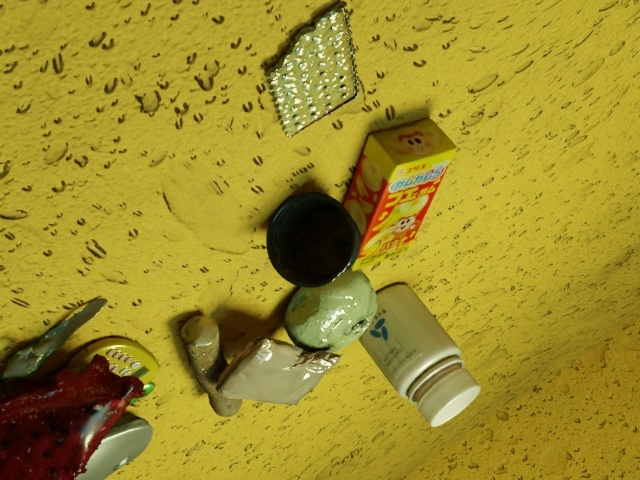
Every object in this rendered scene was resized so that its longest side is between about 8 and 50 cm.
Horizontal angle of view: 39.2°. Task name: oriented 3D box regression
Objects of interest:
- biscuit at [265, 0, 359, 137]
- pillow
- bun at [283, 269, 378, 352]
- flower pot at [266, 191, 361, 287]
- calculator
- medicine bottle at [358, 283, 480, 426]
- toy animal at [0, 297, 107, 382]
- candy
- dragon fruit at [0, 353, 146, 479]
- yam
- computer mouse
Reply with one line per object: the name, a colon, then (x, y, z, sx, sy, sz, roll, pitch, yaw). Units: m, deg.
biscuit: (-0.010, -0.231, 1.264, 0.144, 0.016, 0.203, -33, 153, -7)
pillow: (-0.076, 0.252, 1.721, 0.173, 0.067, 0.270, -44, 146, 20)
bun: (0.027, 0.149, 1.798, 0.221, 0.108, 0.221, -27, 151, -16)
flower pot: (0.000, 0.000, 1.509, 0.157, 0.157, 0.107, -44, 165, 14)
calculator: (-0.360, 0.235, 1.569, 0.146, 0.032, 0.235, -34, 151, -4)
medicine bottle: (0.211, 0.250, 1.971, 0.170, 0.293, 0.170, -29, 151, -18)
toy animal: (-0.417, 0.159, 1.363, 0.217, 0.041, 0.075, -38, -176, 2)
candy: (0.123, -0.078, 1.584, 0.146, 0.088, 0.276, -16, 146, -32)
dragon fruit: (-0.450, 0.287, 1.463, 0.329, 0.228, 0.286, -55, -178, 5)
yam: (-0.203, 0.242, 1.716, 0.081, 0.081, 0.357, -29, 152, -14)
computer mouse: (-0.466, 0.436, 1.698, 0.331, 0.095, 0.197, -19, 152, -30)
